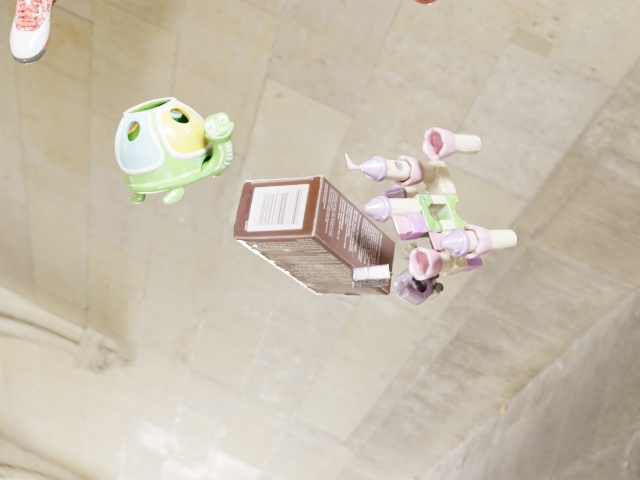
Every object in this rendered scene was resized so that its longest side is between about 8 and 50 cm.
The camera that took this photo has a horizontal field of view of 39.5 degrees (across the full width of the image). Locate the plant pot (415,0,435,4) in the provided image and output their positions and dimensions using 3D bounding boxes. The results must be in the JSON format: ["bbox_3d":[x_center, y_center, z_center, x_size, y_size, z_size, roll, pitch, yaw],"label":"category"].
[{"bbox_3d":[0.348,-0.772,2.264,0.265,0.272,0.272,-24,-17,-19],"label":"plant pot"}]

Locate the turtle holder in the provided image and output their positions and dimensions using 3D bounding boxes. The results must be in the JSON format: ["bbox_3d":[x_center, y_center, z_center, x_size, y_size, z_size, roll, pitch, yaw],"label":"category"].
[{"bbox_3d":[-0.373,-0.227,2.211,0.243,0.227,0.320,-27,23,-27],"label":"turtle holder"}]

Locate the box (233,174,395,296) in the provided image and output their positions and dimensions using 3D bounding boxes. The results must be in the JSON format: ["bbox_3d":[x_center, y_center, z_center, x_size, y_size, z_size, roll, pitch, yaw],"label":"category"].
[{"bbox_3d":[0.000,0.000,1.903,0.381,0.191,0.143,41,-127,-55],"label":"box"}]

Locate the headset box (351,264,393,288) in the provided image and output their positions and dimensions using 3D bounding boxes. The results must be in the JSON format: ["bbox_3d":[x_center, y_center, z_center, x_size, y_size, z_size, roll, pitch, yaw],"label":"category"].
[{"bbox_3d":[0.105,0.073,1.801,0.062,0.083,0.032,81,-177,-73],"label":"headset box"}]

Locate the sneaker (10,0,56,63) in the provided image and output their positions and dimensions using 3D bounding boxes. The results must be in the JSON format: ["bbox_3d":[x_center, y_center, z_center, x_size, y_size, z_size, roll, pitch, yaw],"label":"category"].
[{"bbox_3d":[-0.652,-0.540,1.994,0.145,0.090,0.270,87,-170,-63],"label":"sneaker"}]

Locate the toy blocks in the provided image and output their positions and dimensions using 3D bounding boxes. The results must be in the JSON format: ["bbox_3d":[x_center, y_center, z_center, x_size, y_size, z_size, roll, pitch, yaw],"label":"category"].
[{"bbox_3d":[0.182,-0.042,1.830,0.309,0.260,0.288,-38,63,48],"label":"toy blocks"}]
